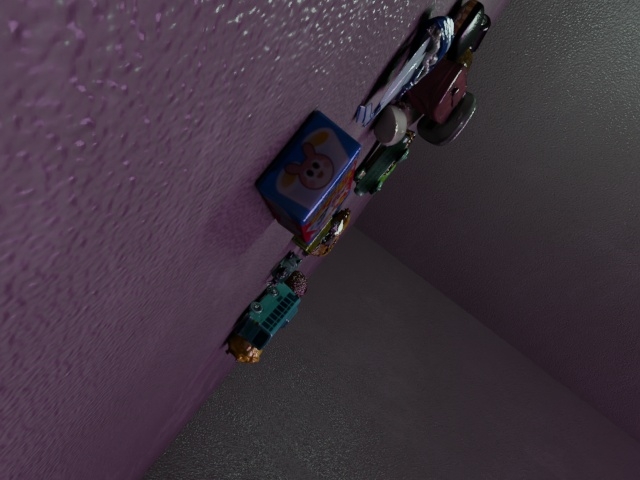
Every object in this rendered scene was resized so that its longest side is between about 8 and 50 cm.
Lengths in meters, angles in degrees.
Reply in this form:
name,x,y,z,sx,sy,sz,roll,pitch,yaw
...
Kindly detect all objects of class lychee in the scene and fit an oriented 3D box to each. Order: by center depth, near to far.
name,x,y,z,sx,sy,sz,roll,pitch,yaw
lychee,-0.116,0.194,1.891,0.123,0.123,0.129,-18,117,-82

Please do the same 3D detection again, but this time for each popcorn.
name,x,y,z,sx,sy,sz,roll,pitch,yaw
popcorn,-0.283,0.400,1.632,0.152,0.148,0.167,-27,155,-21

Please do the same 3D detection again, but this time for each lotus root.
name,x,y,z,sx,sy,sz,roll,pitch,yaw
lotus root,0.499,-0.647,1.622,0.209,0.120,0.120,-56,175,9

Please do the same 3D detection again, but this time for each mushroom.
name,x,y,z,sx,sy,sz,roll,pitch,yaw
mushroom,0.224,-0.349,1.277,0.225,0.093,0.116,-36,143,-58

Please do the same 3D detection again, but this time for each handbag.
name,x,y,z,sx,sy,sz,roll,pitch,yaw
handbag,0.336,-0.436,1.230,0.146,0.135,0.225,-54,162,8

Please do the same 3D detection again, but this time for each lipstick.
name,x,y,z,sx,sy,sz,roll,pitch,yaw
lipstick,0.580,-0.768,1.689,0.081,0.081,0.300,-52,175,-8

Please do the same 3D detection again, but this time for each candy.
name,x,y,z,sx,sy,sz,roll,pitch,yaw
candy,-0.015,-0.094,0.789,0.157,0.100,0.306,-51,174,-6

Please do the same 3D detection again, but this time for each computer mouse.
name,x,y,z,sx,sy,sz,roll,pitch,yaw
computer mouse,0.428,-0.412,1.443,0.197,0.095,0.331,-56,-165,19

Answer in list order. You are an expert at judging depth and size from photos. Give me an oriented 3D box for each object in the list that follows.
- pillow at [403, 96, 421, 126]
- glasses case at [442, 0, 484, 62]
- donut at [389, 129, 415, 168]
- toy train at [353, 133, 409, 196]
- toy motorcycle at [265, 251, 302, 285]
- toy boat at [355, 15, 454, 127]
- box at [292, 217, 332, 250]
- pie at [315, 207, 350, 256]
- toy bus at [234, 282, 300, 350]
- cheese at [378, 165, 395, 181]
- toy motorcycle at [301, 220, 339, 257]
name,x,y,z,sx,sy,sz,roll,pitch,yaw
pillow,0.342,-0.489,1.471,0.281,0.076,0.274,-56,172,32
glasses case,0.404,-0.595,1.236,0.122,0.082,0.321,-53,177,18
donut,0.322,-0.397,1.883,0.235,0.089,0.235,-53,175,-7
toy train,0.227,-0.295,1.628,0.285,0.116,0.177,-52,-173,21
toy motorcycle,-0.121,0.099,1.475,0.100,0.058,0.173,-49,180,29
toy boat,0.191,-0.371,0.970,0.292,0.070,0.210,-50,172,16
box,-0.023,-0.028,1.442,0.141,0.064,0.220,-52,174,-4
pie,0.048,-0.027,2.003,0.308,0.085,0.308,-53,176,-5
toy bus,-0.187,0.274,1.596,0.128,0.147,0.256,-54,175,35
cheese,0.306,-0.348,2.142,0.204,0.083,0.320,-53,178,25
toy motorcycle,0.000,0.000,1.771,0.212,0.084,0.118,-41,171,-32
